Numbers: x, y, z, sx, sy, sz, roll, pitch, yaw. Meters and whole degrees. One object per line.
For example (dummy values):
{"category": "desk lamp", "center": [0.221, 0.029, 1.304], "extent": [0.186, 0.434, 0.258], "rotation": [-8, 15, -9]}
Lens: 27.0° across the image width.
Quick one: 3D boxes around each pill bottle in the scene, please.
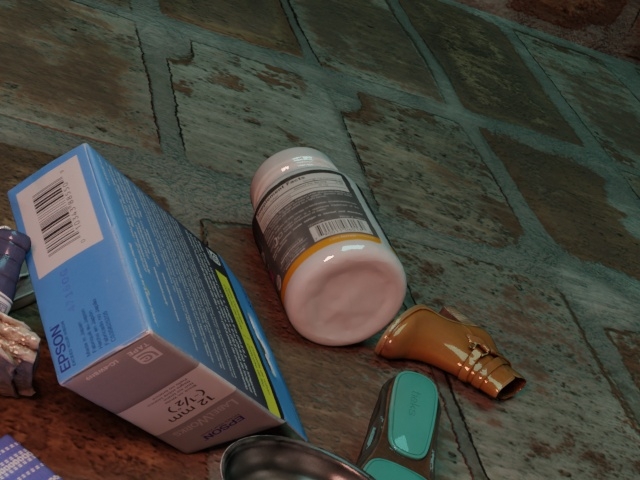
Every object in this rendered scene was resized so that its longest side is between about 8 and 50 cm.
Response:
{"category": "pill bottle", "center": [0.000, 0.000, 1.772], "extent": [0.162, 0.162, 0.278], "rotation": [12, 28, -25]}

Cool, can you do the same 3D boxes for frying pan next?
{"category": "frying pan", "center": [-0.014, 0.270, 1.178], "extent": [0.197, 0.053, 0.326], "rotation": [25, 20, -1]}

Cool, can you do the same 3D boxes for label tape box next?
{"category": "label tape box", "center": [-0.167, 0.087, 1.421], "extent": [0.347, 0.115, 0.249], "rotation": [47, 15, -54]}

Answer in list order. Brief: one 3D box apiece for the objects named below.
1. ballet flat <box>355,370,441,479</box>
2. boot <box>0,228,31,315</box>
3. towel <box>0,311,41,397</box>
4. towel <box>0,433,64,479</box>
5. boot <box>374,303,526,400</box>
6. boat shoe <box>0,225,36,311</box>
{"category": "ballet flat", "center": [0.077, 0.257, 1.426], "extent": [0.095, 0.096, 0.280], "rotation": [26, 34, 0]}
{"category": "boot", "center": [-0.356, 0.035, 1.334], "extent": [0.190, 0.086, 0.069], "rotation": [-2, -30, 43]}
{"category": "towel", "center": [-0.404, 0.076, 1.286], "extent": [0.282, 0.187, 0.049], "rotation": [22, 68, -4]}
{"category": "towel", "center": [-0.225, 0.304, 1.150], "extent": [0.336, 0.040, 0.243], "rotation": [34, 26, 16]}
{"category": "boot", "center": [0.175, 0.155, 1.745], "extent": [0.197, 0.073, 0.152], "rotation": [-12, 48, -47]}
{"category": "boat shoe", "center": [-0.358, 0.030, 1.489], "extent": [0.079, 0.081, 0.227], "rotation": [31, 27, 10]}
